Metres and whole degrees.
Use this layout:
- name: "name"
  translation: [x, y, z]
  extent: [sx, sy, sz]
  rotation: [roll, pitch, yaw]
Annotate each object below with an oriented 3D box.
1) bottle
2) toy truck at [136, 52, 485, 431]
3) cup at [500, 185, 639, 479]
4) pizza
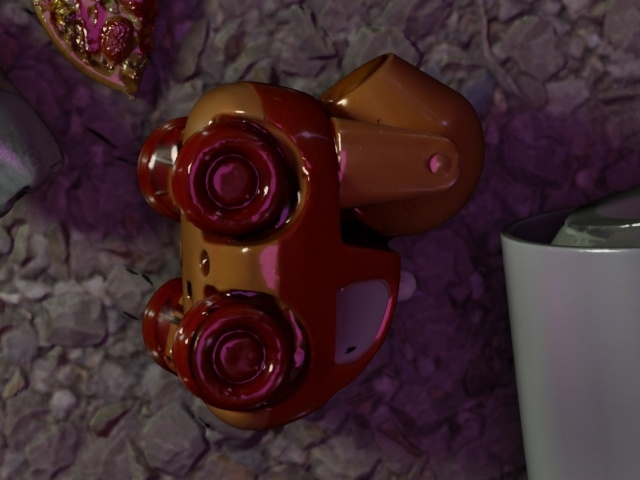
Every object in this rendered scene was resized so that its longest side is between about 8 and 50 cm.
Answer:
- name: "bottle"
  translation: [-0.291, -0.137, 1.342]
  extent: [0.083, 0.083, 0.270]
  rotation: [-39, 94, -2]
- name: "toy truck"
  translation: [0.000, 0.000, 1.341]
  extent: [0.239, 0.189, 0.265]
  rotation: [-1, 96, -15]
- name: "cup"
  translation: [0.264, 0.140, 1.350]
  extent: [0.253, 0.253, 0.372]
  rotation: [-5, 98, -6]
- name: "pizza"
  translation: [-0.166, -0.162, 1.380]
  extent: [0.099, 0.029, 0.100]
  rotation: [16, 93, -7]
